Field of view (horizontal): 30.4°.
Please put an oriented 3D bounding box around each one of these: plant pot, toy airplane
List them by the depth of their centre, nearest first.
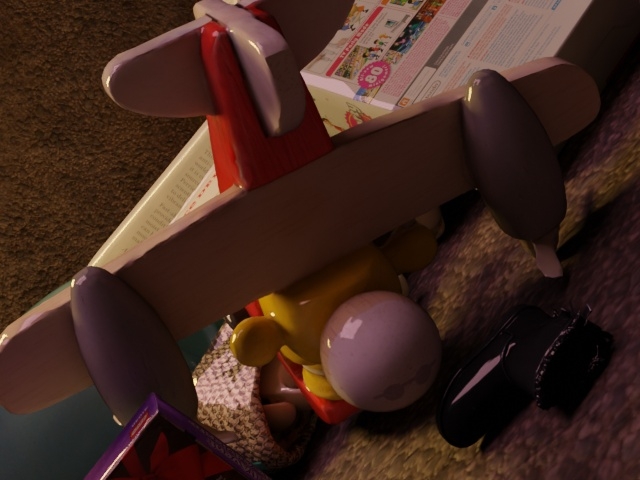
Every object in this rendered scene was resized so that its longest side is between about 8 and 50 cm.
[{"bbox_3d":[0.000,0.000,0.867,0.386,0.384,0.272,-55,48,23],"label":"toy airplane"},{"bbox_3d":[-0.220,0.167,1.271,0.235,0.293,0.293,-49,11,17],"label":"plant pot"}]

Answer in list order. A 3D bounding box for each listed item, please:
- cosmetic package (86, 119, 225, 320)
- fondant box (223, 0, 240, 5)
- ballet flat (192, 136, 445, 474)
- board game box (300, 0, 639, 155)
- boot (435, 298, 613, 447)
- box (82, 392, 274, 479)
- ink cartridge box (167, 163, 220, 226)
[{"bbox_3d":[-0.159,-0.032,1.837,0.453,0.230,0.161,-47,11,17],"label":"cosmetic package"},{"bbox_3d":[0.024,-0.304,1.717,0.238,0.330,0.096,-148,64,-79],"label":"fondant box"},{"bbox_3d":[0.025,0.028,1.196,0.182,0.164,0.482,-5,49,45],"label":"ballet flat"},{"bbox_3d":[0.123,-0.185,1.146,0.303,0.097,0.224,24,71,41],"label":"board game box"},{"bbox_3d":[0.132,0.092,0.772,0.121,0.045,0.099,-52,14,-6],"label":"boot"},{"bbox_3d":[-0.120,0.276,0.777,0.293,0.201,0.057,-52,13,-1],"label":"box"},{"bbox_3d":[-0.083,-0.003,1.559,0.223,0.129,0.307,-54,23,-7],"label":"ink cartridge box"}]
